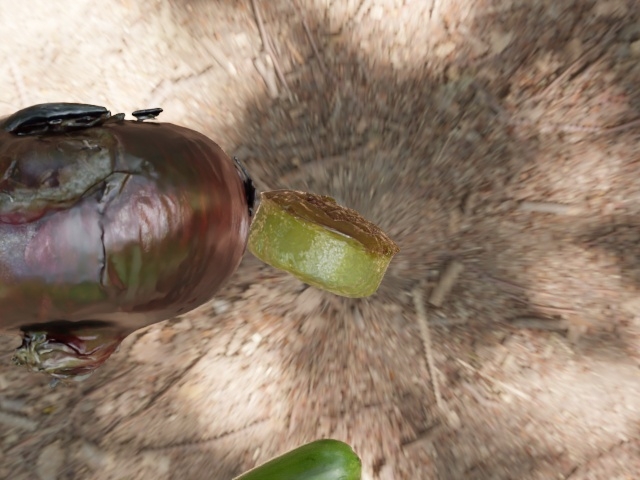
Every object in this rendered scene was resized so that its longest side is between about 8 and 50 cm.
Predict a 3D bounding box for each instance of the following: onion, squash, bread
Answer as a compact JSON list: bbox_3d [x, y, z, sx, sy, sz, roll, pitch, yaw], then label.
[{"bbox_3d":[-0.205,0.004,1.365,0.314,0.314,0.232,-10,87,1],"label":"onion"},{"bbox_3d":[-0.051,0.240,1.487,0.201,0.066,0.066,-28,89,14],"label":"squash"},{"bbox_3d":[0.002,0.002,1.654,0.156,0.125,0.086,23,97,-3],"label":"bread"}]
